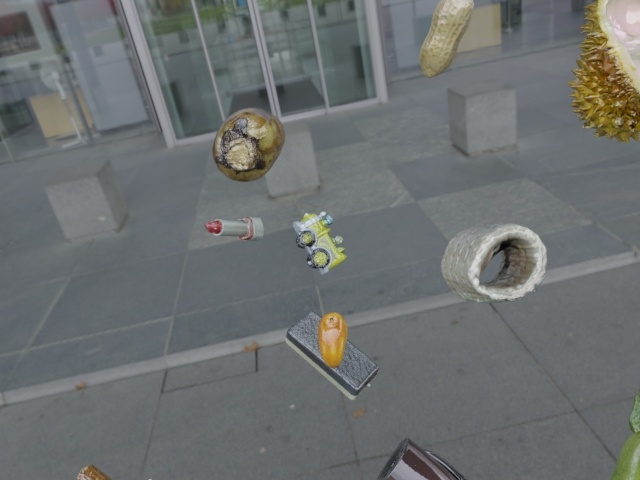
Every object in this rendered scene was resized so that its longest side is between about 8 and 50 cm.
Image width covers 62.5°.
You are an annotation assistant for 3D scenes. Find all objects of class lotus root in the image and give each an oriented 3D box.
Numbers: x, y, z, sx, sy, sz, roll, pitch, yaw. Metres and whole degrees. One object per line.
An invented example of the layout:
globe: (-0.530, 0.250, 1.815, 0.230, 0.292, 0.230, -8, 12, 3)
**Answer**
lotus root: (-0.164, -0.226, 1.230, 0.141, 0.169, 0.314, 32, 18, -2)

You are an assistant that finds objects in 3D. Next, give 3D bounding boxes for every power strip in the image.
power strip: (0.031, 0.302, 1.385, 0.256, 0.070, 0.105, 37, 52, 22)

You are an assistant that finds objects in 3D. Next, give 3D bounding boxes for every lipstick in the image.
lipstick: (-0.228, -0.032, 1.346, 0.057, 0.063, 0.186, -15, -10, 34)

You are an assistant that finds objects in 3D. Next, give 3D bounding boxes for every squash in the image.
squash: (0.353, 0.217, 0.537, 0.105, 0.105, 0.132, 5, 58, 30)

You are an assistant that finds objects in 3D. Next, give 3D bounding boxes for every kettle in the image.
kettle: (0.272, 0.608, 1.295, 0.232, 0.144, 0.202, 37, 21, 10)

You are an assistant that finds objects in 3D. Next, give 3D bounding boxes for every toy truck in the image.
toy truck: (0.000, 0.000, 0.950, 0.077, 0.111, 0.076, -30, 1, -9)

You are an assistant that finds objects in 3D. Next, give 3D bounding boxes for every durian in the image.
durian: (0.418, -0.236, 0.697, 0.249, 0.138, 0.183, -38, 68, -17)

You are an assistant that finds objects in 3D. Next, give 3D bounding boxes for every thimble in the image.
thimble: (0.229, 0.030, 0.700, 0.115, 0.102, 0.090, -46, 11, -12)

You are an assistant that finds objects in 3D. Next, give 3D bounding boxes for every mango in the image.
mango: (0.020, 0.157, 0.820, 0.046, 0.089, 0.060, -3, 12, 8)

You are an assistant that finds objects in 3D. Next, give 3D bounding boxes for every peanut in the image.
peanut: (0.302, -0.500, 1.288, 0.090, 0.214, 0.098, 10, 38, -13)

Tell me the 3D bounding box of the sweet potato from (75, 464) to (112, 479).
sweet potato: (-0.164, 0.334, 0.506, 0.057, 0.057, 0.264, -33, 77, -37)

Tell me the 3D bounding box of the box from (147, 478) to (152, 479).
box: (-0.304, 0.670, 1.027, 0.051, 0.365, 0.204, -15, 33, -40)
